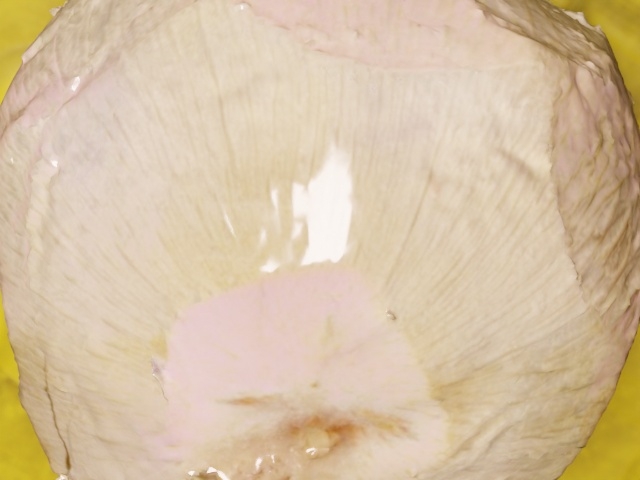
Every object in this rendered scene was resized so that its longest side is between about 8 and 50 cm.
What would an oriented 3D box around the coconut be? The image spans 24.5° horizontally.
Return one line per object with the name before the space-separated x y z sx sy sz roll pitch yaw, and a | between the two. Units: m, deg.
coconut | 0.000 0.000 0.650 0.297 0.254 0.297 3 111 8
